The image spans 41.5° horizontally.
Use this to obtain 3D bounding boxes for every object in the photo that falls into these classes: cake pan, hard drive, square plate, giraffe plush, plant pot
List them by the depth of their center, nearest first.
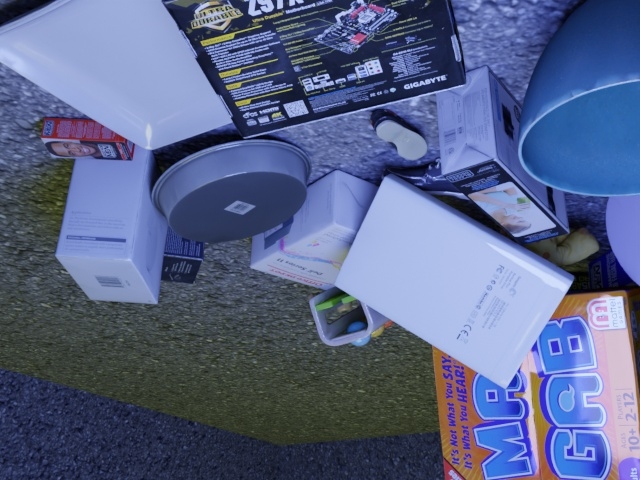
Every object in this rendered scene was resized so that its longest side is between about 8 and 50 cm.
[{"bbox_3d":[0.398,-0.207,1.084,0.290,0.195,0.290,3,157,1],"label":"plant pot"},{"bbox_3d":[-0.247,-0.261,1.215,0.344,0.049,0.347,-14,152,32],"label":"square plate"},{"bbox_3d":[0.220,0.070,1.459,0.353,0.047,0.233,31,116,13],"label":"hard drive"},{"bbox_3d":[-0.152,-0.079,1.513,0.293,0.054,0.293,-14,156,-6],"label":"cake pan"},{"bbox_3d":[0.390,-0.019,1.580,0.181,0.170,0.210,-19,-170,47],"label":"giraffe plush"}]

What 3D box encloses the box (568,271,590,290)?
[{"bbox_3d":[0.626,0.152,2.051,0.216,0.060,0.270,-3,156,12],"label":"box"}]

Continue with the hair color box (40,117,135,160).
[{"bbox_3d":[-0.394,-0.172,1.440,0.141,0.043,0.072,3,157,1],"label":"hair color box"}]

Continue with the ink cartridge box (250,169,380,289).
[{"bbox_3d":[0.000,0.000,1.695,0.207,0.119,0.353,18,152,-32],"label":"ink cartridge box"}]

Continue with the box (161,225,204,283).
[{"bbox_3d":[-0.334,0.019,1.807,0.158,0.093,0.156,7,156,-13],"label":"box"}]

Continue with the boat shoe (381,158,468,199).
[{"bbox_3d":[0.214,-0.118,1.505,0.206,0.075,0.065,8,113,0],"label":"boat shoe"}]

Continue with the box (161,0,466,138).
[{"bbox_3d":[0.003,-0.265,1.053,0.322,0.079,0.257,-12,143,13],"label":"box"}]

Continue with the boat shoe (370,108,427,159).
[{"bbox_3d":[0.131,-0.174,1.386,0.049,0.042,0.133,-39,140,21],"label":"boat shoe"}]

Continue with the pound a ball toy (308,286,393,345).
[{"bbox_3d":[0.076,0.156,1.891,0.208,0.136,0.319,-20,180,25],"label":"pound a ball toy"}]

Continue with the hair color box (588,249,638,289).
[{"bbox_3d":[0.727,0.047,1.744,0.185,0.110,0.339,9,154,-14],"label":"hair color box"}]

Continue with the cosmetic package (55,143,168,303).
[{"bbox_3d":[-0.368,-0.028,1.540,0.138,0.224,0.224,4,156,3],"label":"cosmetic package"}]

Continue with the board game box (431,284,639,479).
[{"bbox_3d":[0.448,0.279,1.624,0.356,0.356,0.356,-7,176,27],"label":"board game box"}]

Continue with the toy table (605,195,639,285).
[{"bbox_3d":[0.640,0.003,1.472,0.161,0.274,0.252,12,135,-27],"label":"toy table"}]

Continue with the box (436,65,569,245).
[{"bbox_3d":[0.290,-0.125,1.325,0.087,0.169,0.290,-17,149,31],"label":"box"}]
